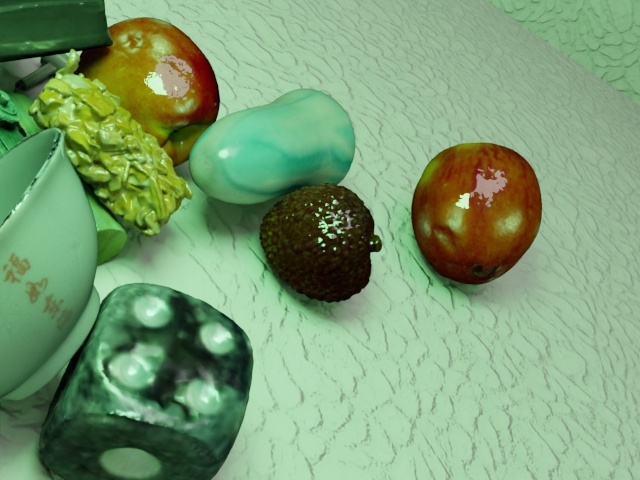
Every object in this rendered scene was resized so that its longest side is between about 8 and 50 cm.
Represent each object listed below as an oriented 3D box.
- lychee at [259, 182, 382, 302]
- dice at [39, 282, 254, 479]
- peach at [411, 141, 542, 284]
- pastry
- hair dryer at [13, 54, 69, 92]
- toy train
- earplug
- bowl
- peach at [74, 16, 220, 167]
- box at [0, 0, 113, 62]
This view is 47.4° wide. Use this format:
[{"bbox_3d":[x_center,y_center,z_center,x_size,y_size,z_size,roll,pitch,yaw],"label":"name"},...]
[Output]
[{"bbox_3d":[0.005,0.002,1.132,0.194,0.194,0.195,22,41,-20],"label":"lychee"},{"bbox_3d":[-0.190,0.170,0.806,0.182,0.181,0.183,27,39,-18],"label":"dice"},{"bbox_3d":[0.294,-0.046,1.374,0.281,0.238,0.281,18,69,-62],"label":"peach"},{"bbox_3d":[-0.277,-0.123,0.965,0.250,0.102,0.154,53,11,-20],"label":"pastry"},{"bbox_3d":[-0.439,-0.262,1.159,0.063,0.038,0.124,38,44,-2],"label":"hair dryer"},{"bbox_3d":[-0.389,-0.076,0.958,0.307,0.126,0.189,51,1,14],"label":"toy train"},{"bbox_3d":[-0.088,-0.133,1.145,0.185,0.185,0.324,45,29,7],"label":"earplug"},{"bbox_3d":[-0.330,0.061,0.735,0.157,0.345,0.346,46,32,-28],"label":"bowl"},{"bbox_3d":[-0.274,-0.220,1.116,0.243,0.199,0.244,-3,67,7],"label":"peach"},{"bbox_3d":[-0.507,-0.291,0.966,0.359,0.091,0.350,15,26,31],"label":"box"}]
